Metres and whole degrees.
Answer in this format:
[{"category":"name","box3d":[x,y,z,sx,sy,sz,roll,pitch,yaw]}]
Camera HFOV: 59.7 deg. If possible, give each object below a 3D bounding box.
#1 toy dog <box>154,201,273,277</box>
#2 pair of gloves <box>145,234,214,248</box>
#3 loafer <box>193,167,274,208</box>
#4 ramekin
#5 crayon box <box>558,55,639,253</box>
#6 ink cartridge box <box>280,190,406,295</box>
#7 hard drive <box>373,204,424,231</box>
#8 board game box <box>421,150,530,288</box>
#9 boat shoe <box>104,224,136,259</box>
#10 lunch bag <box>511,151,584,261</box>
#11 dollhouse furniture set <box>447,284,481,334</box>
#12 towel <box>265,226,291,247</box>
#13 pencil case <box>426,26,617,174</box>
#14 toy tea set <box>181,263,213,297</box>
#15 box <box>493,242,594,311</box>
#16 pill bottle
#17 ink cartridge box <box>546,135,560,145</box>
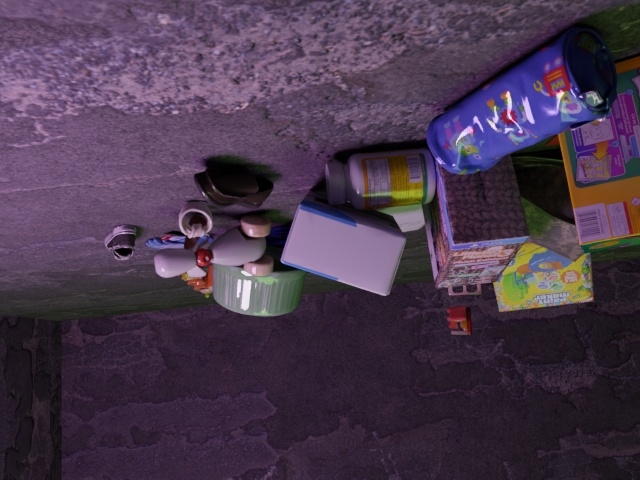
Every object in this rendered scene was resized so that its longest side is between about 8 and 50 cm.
[{"category":"toy dog","box3d":[-0.278,0.010,1.478,0.333,0.220,0.161,14,-170,-38]},{"category":"pair of gloves","box3d":[-0.421,0.000,1.677,0.159,0.023,0.198,4,165,-45]},{"category":"loafer","box3d":[-0.173,-0.119,1.149,0.078,0.080,0.220,-36,166,23]},{"category":"ramekin","box3d":[-0.190,0.116,1.714,0.303,0.148,0.303,8,-166,-2]},{"category":"crayon box","box3d":[0.467,-0.133,0.865,0.165,0.278,0.081,-12,165,27]},{"category":"ink cartridge box","box3d":[0.052,-0.008,1.218,0.223,0.129,0.307,17,-170,0]},{"category":"hard drive","box3d":[0.213,-0.077,1.526,0.233,0.047,0.353,-9,169,-8]},{"category":"board game box","box3d":[0.309,-0.054,1.175,0.141,0.232,0.291,-6,159,2]},{"category":"boat shoe","box3d":[-0.563,0.017,1.568,0.078,0.070,0.219,0,167,-24]},{"category":"lunch bag","box3d":[0.521,-0.092,1.316,0.287,0.169,0.235,23,168,13]},{"category":"dollhouse furniture set","box3d":[0.530,0.151,2.005,0.152,0.374,0.201,-5,170,18]},{"category":"towel","box3d":[0.000,0.000,1.741,0.227,0.076,0.308,4,176,36]},{"category":"pencil case","box3d":[0.303,-0.196,0.858,0.119,0.133,0.306,-37,-174,-31]},{"category":"toy tea set","box3d":[-0.449,0.181,2.250,0.200,0.124,0.336,-5,168,-3]},{"category":"box","box3d":[0.688,0.054,1.767,0.290,0.177,0.279,-10,127,19]},{"category":"pill bottle","box3d":[0.118,-0.123,1.132,0.208,0.117,0.117,-6,168,-3]},{"category":"ink cartridge box","box3d":[0.600,-0.210,1.115,0.224,0.056,0.181,-7,168,-4]}]
